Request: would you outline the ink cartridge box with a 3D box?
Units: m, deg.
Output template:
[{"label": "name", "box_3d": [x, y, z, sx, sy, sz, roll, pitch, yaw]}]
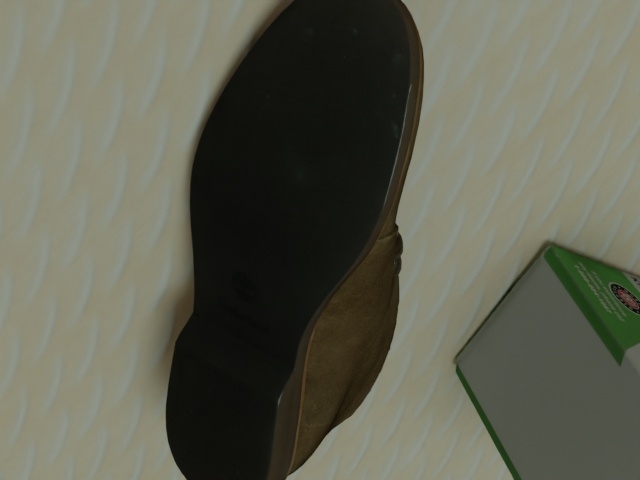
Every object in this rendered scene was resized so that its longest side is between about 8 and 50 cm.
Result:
[{"label": "ink cartridge box", "box_3d": [0.253, 0.137, 0.765, 0.278, 0.201, 0.117, 18, 119, -32]}]

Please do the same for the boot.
[{"label": "boot", "box_3d": [0.000, 0.000, 0.651, 0.115, 0.112, 0.305, -19, 135, -47]}]
